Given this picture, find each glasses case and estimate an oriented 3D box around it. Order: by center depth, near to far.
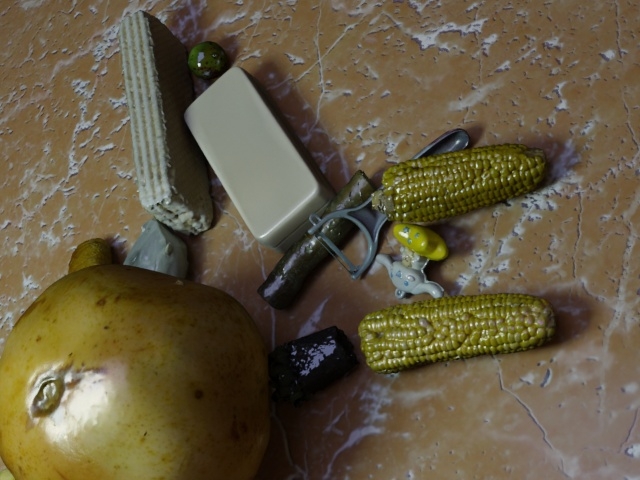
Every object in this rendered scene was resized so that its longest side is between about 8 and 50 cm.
[{"bbox_3d":[-0.103,-0.139,1.865,0.144,0.076,0.336,-40,54,11],"label":"glasses case"}]

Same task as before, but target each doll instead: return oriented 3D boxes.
[{"bbox_3d":[0.134,0.031,1.658,0.135,0.072,0.113,-1,82,47],"label":"doll"}]

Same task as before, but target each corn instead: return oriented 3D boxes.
[{"bbox_3d":[0.186,0.127,1.554,0.292,0.101,0.101,-9,65,28],"label":"corn"},{"bbox_3d":[0.198,-0.086,1.622,0.262,0.097,0.097,-13,62,12],"label":"corn"}]

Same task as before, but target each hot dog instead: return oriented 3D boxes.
[{"bbox_3d":[-0.388,0.079,1.901,0.088,0.061,0.286,-25,33,-2],"label":"hot dog"}]

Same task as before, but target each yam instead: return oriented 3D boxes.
[{"bbox_3d":[0.000,0.000,1.750,0.253,0.061,0.061,-50,52,4],"label":"yam"}]

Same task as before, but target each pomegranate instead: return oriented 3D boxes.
[{"bbox_3d":[-0.257,0.223,1.611,0.417,0.417,0.416,-13,63,28],"label":"pomegranate"},{"bbox_3d":[-0.209,-0.318,2.019,0.084,0.073,0.073,-43,51,31],"label":"pomegranate"}]

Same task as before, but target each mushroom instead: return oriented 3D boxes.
[{"bbox_3d":[-0.293,0.130,1.862,0.109,0.097,0.351,3,76,31],"label":"mushroom"}]

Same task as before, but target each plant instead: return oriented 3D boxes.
[{"bbox_3d":[-0.019,0.188,1.665,0.143,0.092,0.094,-26,70,13],"label":"plant"}]

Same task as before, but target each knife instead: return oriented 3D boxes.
[{"bbox_3d":[0.109,-0.079,1.703,0.278,0.123,0.053,-43,22,0],"label":"knife"}]

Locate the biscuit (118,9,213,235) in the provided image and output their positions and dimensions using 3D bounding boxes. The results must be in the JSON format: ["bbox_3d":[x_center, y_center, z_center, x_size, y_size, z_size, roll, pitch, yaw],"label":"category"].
[{"bbox_3d":[-0.273,-0.208,1.968,0.079,0.144,0.426,-25,56,20],"label":"biscuit"}]

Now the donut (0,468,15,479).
[{"bbox_3d":[-0.515,0.463,1.866,0.146,0.078,0.181,-35,53,12],"label":"donut"}]
